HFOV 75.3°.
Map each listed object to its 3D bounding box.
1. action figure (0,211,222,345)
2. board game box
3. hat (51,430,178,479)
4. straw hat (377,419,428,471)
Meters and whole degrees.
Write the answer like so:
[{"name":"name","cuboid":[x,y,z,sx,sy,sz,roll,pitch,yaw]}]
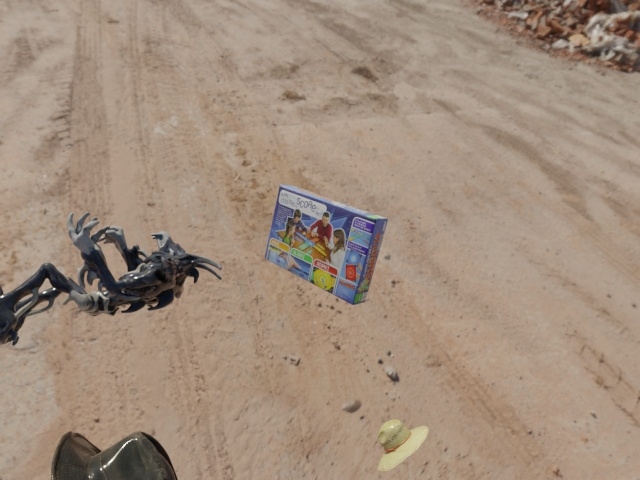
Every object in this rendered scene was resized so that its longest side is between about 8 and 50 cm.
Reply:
[{"name":"action figure","cuboid":[-0.276,0.036,0.532,0.276,0.164,0.140,-16,81,-19]},{"name":"board game box","cuboid":[0.000,0.000,0.667,0.201,0.136,0.035,24,17,36]},{"name":"hat","cuboid":[-0.364,0.482,0.828,0.134,0.331,0.331,-38,59,-17]},{"name":"straw hat","cuboid":[0.164,0.436,0.923,0.145,0.144,0.061,-34,79,-33]}]
